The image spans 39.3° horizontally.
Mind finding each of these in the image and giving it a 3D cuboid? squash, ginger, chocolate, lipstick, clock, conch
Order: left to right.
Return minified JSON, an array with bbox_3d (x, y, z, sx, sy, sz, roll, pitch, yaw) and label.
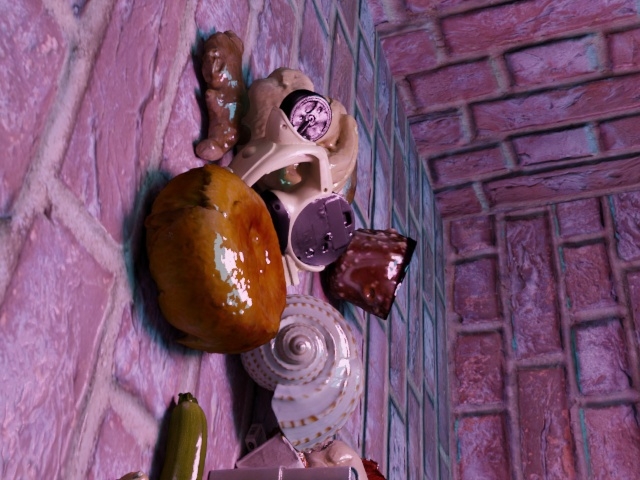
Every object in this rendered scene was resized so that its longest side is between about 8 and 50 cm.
[{"bbox_3d":[-0.214,0.347,1.385,0.069,0.069,0.258,64,24,-45],"label":"squash"},{"bbox_3d":[-0.187,-0.297,1.808,0.166,0.080,0.332,28,50,-55],"label":"ginger"},{"bbox_3d":[-0.062,0.424,1.528,0.079,0.253,0.077,56,29,-58],"label":"lipstick"},{"bbox_3d":[-0.070,-0.093,1.814,0.120,0.277,0.378,32,-36,55],"label":"clock"},{"bbox_3d":[-0.019,0.253,1.787,0.302,0.215,0.319,69,12,12],"label":"conch"},{"bbox_3d":[0.125,0.072,2.421,0.340,0.210,0.225,-50,159,-74],"label":"chocolate"}]

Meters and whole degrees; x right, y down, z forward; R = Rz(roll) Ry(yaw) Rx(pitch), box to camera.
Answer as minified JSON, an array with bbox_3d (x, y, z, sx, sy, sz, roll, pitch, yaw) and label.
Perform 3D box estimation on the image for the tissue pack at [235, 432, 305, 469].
[{"bbox_3d":[-0.074,0.456,1.679,0.099,0.106,0.148,42,-19,49],"label":"tissue pack"}]

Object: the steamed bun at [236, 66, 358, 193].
[{"bbox_3d":[-0.036,-0.232,2.034,0.372,0.231,0.324,3,75,-71],"label":"steamed bun"}]

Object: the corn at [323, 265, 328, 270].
[{"bbox_3d":[0.000,0.000,2.292,0.203,0.072,0.072,-80,155,-47],"label":"corn"}]

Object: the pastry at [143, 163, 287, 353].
[{"bbox_3d":[-0.174,0.039,1.543,0.356,0.164,0.355,-15,90,-73],"label":"pastry"}]

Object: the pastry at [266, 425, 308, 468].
[{"bbox_3d":[-0.067,0.459,1.805,0.063,0.087,0.169,76,10,-70],"label":"pastry"}]

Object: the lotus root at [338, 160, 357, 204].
[{"bbox_3d":[0.017,-0.172,2.284,0.160,0.152,0.274,123,-24,-65],"label":"lotus root"}]

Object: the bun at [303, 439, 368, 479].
[{"bbox_3d":[0.005,0.505,1.862,0.128,0.178,0.193,8,57,-40],"label":"bun"}]

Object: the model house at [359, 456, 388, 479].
[{"bbox_3d":[0.079,0.617,2.071,0.254,0.160,0.195,-163,-119,-77],"label":"model house"}]

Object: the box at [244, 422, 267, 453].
[{"bbox_3d":[-0.120,0.405,1.746,0.054,0.024,0.083,-66,142,-65],"label":"box"}]

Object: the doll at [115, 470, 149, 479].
[{"bbox_3d":[-0.267,0.363,1.231,0.061,0.051,0.093,71,19,-51],"label":"doll"}]
